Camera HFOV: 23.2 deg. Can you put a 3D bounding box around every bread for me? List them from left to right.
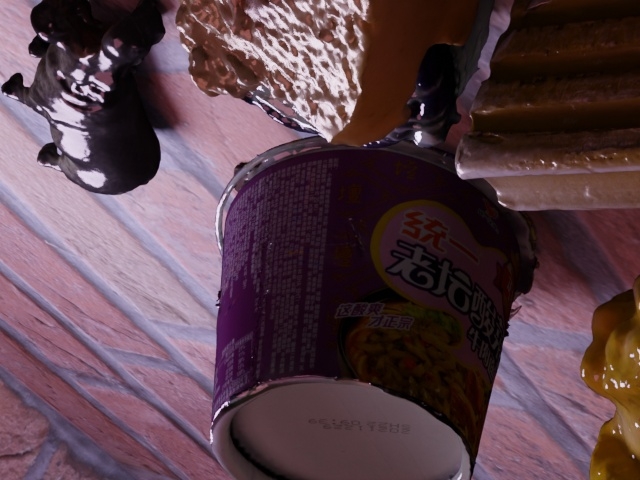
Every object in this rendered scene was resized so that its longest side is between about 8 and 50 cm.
[{"bbox_3d":[0.024,-0.209,1.044,0.183,0.211,0.224,29,148,22],"label":"bread"}]

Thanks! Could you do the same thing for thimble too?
[{"bbox_3d":[0.021,-0.183,1.216,0.237,0.150,0.237,23,156,11],"label":"thimble"}]

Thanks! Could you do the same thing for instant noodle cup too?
[{"bbox_3d":[0.042,0.102,1.519,0.340,0.266,0.340,5,139,4],"label":"instant noodle cup"}]

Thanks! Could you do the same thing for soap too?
[{"bbox_3d":[0.235,-0.110,1.087,0.089,0.173,0.274,34,160,-34],"label":"soap"}]

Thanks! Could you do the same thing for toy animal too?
[{"bbox_3d":[-0.249,-0.162,1.648,0.168,0.106,0.343,27,155,7],"label":"toy animal"}]

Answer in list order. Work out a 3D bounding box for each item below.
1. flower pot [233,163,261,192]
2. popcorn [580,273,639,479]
[{"bbox_3d":[0.000,0.000,1.725,0.251,0.084,0.179,3,147,48],"label":"flower pot"},{"bbox_3d":[0.383,0.160,1.276,0.349,0.381,0.349,13,167,3],"label":"popcorn"}]
